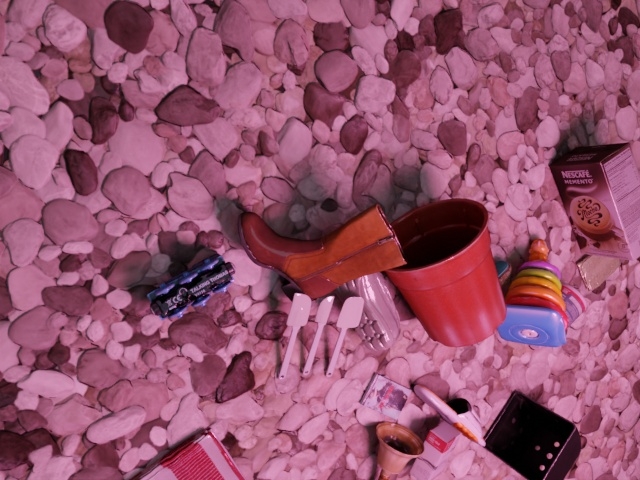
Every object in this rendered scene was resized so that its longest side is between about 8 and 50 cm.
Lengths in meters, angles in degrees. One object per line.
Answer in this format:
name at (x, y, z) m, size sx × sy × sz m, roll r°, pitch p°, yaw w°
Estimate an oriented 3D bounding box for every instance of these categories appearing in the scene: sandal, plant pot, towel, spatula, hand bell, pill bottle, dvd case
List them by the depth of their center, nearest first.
towel at (-0.325, 0.594, 1.064) m, size 0.329 × 0.037 × 0.236 m, roll -32°, pitch 107°, yaw -15°
spatula at (-0.004, 0.225, 1.110) m, size 0.168 × 0.019 × 0.241 m, roll 4°, pitch 116°, yaw -22°
plant pot at (0.295, 0.086, 1.141) m, size 0.273 × 0.272 × 0.265 m, roll -36°, pitch 115°, yaw -14°
hand bell at (0.158, 0.597, 1.230) m, size 0.126 × 0.126 × 0.241 m, roll 15°, pitch 103°, yaw -22°
dvd case at (0.167, 0.398, 1.243) m, size 0.120 × 0.013 × 0.087 m, roll 31°, pitch 84°, yaw -20°
sandal at (0.355, 0.439, 1.273) m, size 0.265 × 0.102 × 0.076 m, roll 45°, pitch 75°, yaw -18°
plant pot at (0.601, 0.569, 1.347) m, size 0.167 × 0.187 × 0.188 m, roll 43°, pitch 80°, yaw -31°
pill bottle at (0.633, 0.209, 1.350) m, size 0.180 × 0.108 × 0.108 m, roll -39°, pitch 108°, yaw -13°
towel at (0.831, 0.073, 1.455) m, size 0.148 × 0.027 × 0.110 m, roll -36°, pitch 108°, yaw -14°

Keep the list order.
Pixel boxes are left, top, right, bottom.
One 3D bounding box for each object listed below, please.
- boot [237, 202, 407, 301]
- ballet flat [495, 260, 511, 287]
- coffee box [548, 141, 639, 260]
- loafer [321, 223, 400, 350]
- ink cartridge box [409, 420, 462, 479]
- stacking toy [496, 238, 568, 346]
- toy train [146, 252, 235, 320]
boot at (0.000, 0.000, 1.007) m, size 0.281 × 0.096 × 0.264 m, roll -26°, pitch 109°, yaw 26°
ballet flat at (0.433, 0.139, 1.290) m, size 0.206 × 0.073 × 0.067 m, roll -37°, pitch 121°, yaw -10°
coffee box at (0.776, -0.106, 1.340) m, size 0.119 × 0.168 × 0.297 m, roll -32°, pitch 105°, yaw -15°
loafer at (0.097, 0.103, 1.147) m, size 0.111 × 0.112 × 0.319 m, roll -35°, pitch 105°, yaw -53°
ink cartridge box at (0.294, 0.543, 1.249) m, size 0.099 × 0.056 × 0.135 m, roll 5°, pitch 110°, yaw -54°
stacking toy at (0.569, 0.117, 1.287) m, size 0.175 × 0.166 × 0.301 m, roll 58°, pitch 45°, yaw -41°
toy train at (-0.261, 0.094, 0.997) m, size 0.184 × 0.105 × 0.080 m, roll -30°, pitch 102°, yaw -16°
